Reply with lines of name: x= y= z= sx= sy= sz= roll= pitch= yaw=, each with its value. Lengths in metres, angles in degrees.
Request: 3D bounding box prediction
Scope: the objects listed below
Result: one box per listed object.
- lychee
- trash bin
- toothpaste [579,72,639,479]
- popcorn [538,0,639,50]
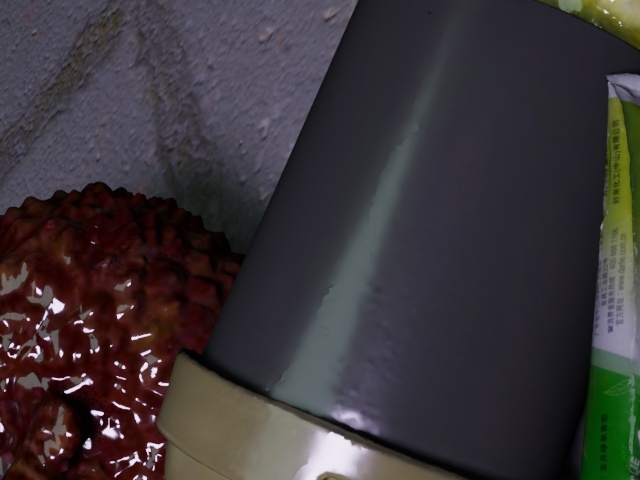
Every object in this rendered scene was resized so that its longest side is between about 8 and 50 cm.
lychee: x=-0.140 y=0.098 z=0.843 sx=0.264 sy=0.264 sz=0.300 roll=-56 pitch=5 yaw=21
trash bin: x=0.046 y=0.052 z=0.685 sx=0.214 sy=0.214 sz=0.333 roll=17 pitch=82 yaw=52
toothpaste: x=0.149 y=0.047 z=0.585 sx=0.047 sy=0.078 sz=0.248 roll=139 pitch=140 yaw=-71
popcorn: x=0.153 y=-0.151 z=0.691 sx=0.145 sy=0.126 sz=0.126 roll=-130 pitch=31 yaw=-50
